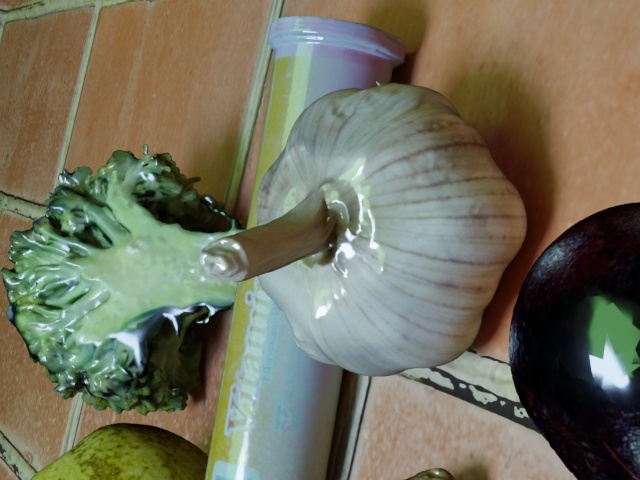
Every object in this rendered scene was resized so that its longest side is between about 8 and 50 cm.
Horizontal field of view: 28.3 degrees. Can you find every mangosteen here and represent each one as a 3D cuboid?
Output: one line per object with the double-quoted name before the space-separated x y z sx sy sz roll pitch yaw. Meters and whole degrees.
"mangosteen" 0.165 0.050 0.577 0.152 0.152 0.152 -36 47 53

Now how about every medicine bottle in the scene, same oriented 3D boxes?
"medicine bottle" -0.023 0.051 0.963 0.108 0.108 0.426 1 80 63

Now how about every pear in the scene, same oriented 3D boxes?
"pear" -0.154 0.255 1.040 0.197 0.197 0.197 -36 47 53

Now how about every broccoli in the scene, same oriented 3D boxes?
"broccoli" -0.146 0.044 1.208 0.180 0.273 0.242 34 -129 -71

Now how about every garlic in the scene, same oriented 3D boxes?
"garlic" 0.000 0.000 0.793 0.199 0.226 0.199 7 100 43

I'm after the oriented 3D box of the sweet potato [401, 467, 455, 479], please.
"sweet potato" 0.011 0.234 0.830 0.252 0.097 0.097 -48 38 31
